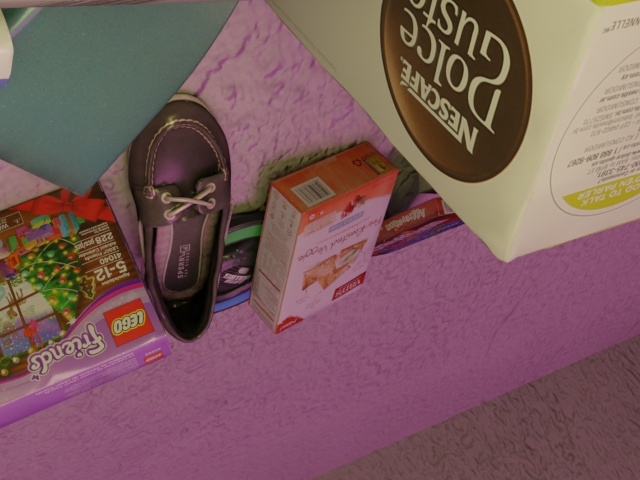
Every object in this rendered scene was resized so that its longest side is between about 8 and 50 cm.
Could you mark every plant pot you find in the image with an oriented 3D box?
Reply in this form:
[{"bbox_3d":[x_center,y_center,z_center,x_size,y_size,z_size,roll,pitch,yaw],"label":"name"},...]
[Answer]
[{"bbox_3d":[-0.162,-0.184,0.643,0.234,0.165,0.165,-41,154,8],"label":"plant pot"}]

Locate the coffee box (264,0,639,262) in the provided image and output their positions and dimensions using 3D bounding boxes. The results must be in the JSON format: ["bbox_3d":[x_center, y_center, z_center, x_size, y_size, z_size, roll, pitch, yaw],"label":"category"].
[{"bbox_3d":[0.184,-0.245,0.594,0.338,0.337,0.334,-17,140,-26],"label":"coffee box"}]

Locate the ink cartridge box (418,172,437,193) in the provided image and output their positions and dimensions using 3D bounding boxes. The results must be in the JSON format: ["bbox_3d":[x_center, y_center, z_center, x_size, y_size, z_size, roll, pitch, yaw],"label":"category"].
[{"bbox_3d":[0.192,-0.093,1.254,0.089,0.052,0.122,1,175,-20],"label":"ink cartridge box"}]

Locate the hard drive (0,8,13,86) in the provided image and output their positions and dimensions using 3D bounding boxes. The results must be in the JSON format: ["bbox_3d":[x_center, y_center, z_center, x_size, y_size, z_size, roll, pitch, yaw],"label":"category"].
[{"bbox_3d":[-0.340,-0.143,0.462,0.319,0.210,0.040,-13,151,-31],"label":"hard drive"}]

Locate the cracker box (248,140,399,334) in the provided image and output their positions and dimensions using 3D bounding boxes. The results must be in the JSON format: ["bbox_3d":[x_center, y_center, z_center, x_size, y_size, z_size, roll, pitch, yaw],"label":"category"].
[{"bbox_3d":[0.000,0.000,1.217,0.156,0.067,0.232,-27,149,-32],"label":"cracker box"}]

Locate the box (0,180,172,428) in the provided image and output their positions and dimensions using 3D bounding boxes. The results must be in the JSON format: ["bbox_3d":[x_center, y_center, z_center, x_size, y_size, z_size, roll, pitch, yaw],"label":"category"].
[{"bbox_3d":[-0.319,0.077,0.938,0.293,0.201,0.057,-23,156,-13],"label":"box"}]

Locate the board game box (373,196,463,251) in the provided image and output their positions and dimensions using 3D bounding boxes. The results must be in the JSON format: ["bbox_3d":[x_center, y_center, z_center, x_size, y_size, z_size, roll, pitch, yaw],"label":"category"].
[{"bbox_3d":[0.123,-0.016,1.324,0.145,0.027,0.281,-8,170,-35],"label":"board game box"}]

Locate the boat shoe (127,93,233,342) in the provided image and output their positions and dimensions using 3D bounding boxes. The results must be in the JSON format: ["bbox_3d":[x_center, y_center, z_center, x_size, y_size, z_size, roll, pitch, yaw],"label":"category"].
[{"bbox_3d":[-0.143,-0.011,1.038,0.112,0.095,0.335,-14,145,-19],"label":"boat shoe"}]

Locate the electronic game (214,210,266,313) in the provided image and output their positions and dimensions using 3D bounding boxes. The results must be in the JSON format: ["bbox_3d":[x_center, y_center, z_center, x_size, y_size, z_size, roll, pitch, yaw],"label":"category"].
[{"bbox_3d":[-0.122,0.036,1.257,0.229,0.048,0.229,-23,155,-11],"label":"electronic game"}]

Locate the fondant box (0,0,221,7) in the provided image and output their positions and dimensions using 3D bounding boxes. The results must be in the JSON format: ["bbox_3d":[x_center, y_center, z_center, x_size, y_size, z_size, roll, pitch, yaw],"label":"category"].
[{"bbox_3d":[-0.076,-0.266,0.389,0.238,0.330,0.096,-11,-166,-34],"label":"fondant box"}]
